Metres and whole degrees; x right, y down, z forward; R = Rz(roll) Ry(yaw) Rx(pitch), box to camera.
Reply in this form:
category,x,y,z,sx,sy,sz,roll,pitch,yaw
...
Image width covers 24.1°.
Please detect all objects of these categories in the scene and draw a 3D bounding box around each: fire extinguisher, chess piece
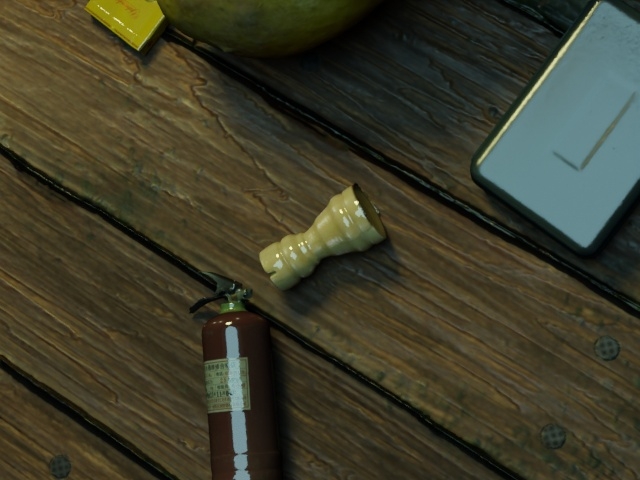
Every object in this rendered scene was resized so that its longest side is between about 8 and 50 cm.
category,x,y,z,sx,sy,sz,roll,pitch,yaw
fire extinguisher,-0.092,0.138,1.512,0.099,0.071,0.231,-17,75,40
chess piece,0.000,0.000,1.512,0.122,0.066,0.066,-31,75,14

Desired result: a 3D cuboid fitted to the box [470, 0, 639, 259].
category,x,y,z,sx,sy,sz,roll,pitch,yaw
box,0.268,-0.112,1.462,0.160,0.050,0.230,37,92,17

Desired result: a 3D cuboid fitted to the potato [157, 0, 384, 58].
category,x,y,z,sx,sy,sz,roll,pitch,yaw
potato,0.023,-0.309,1.500,0.397,0.290,0.296,12,118,-20

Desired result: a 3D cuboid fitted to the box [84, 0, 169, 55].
category,x,y,z,sx,sy,sz,roll,pitch,yaw
box,-0.177,-0.286,1.622,0.087,0.023,0.155,38,92,14
